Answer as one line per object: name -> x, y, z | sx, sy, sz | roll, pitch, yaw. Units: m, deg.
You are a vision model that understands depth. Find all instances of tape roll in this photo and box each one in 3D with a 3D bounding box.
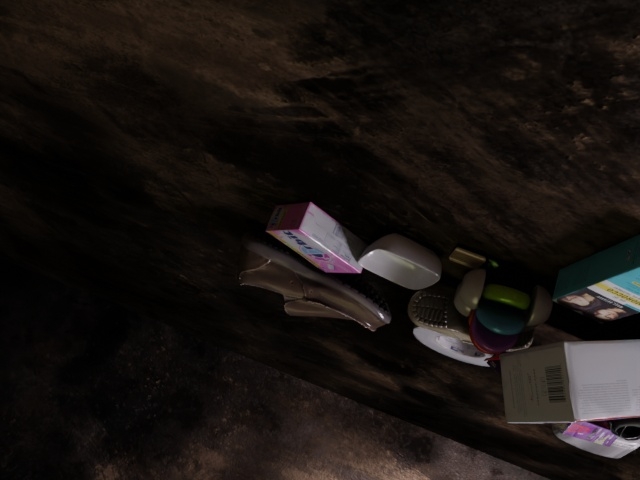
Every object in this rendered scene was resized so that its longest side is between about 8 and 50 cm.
tape roll -> 0.319, 0.205, 1.574 | 0.219, 0.072, 0.219 | 19, 160, 7

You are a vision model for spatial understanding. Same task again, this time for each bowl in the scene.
bowl -> 0.154, 0.036, 1.344 | 0.142, 0.053, 0.142 | 26, 159, -8

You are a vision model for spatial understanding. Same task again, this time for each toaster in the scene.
toaster -> 0.685, 0.444, 1.720 | 0.227, 0.129, 0.146 | 20, 158, 10

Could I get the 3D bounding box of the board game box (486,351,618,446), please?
board game box -> 0.503, 0.340, 1.514 | 0.347, 0.056, 0.208 | 28, -163, -51

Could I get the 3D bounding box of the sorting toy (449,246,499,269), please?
sorting toy -> 0.276, 0.035, 1.272 | 0.083, 0.012, 0.062 | 20, 162, 5

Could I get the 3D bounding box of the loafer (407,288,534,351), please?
loafer -> 0.298, 0.155, 1.427 | 0.269, 0.101, 0.092 | 17, 172, -8

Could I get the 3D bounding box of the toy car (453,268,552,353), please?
toy car -> 0.321, 0.139, 1.290 | 0.159, 0.136, 0.182 | 17, 166, 7

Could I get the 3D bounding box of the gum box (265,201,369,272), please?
gum box -> 0.000, 0.000, 1.396 | 0.188, 0.062, 0.107 | 36, 156, -33

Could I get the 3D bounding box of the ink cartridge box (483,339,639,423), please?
ink cartridge box -> 0.493, 0.252, 1.265 | 0.310, 0.130, 0.272 | 0, 166, -16

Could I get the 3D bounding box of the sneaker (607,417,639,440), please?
sneaker -> 0.607, 0.339, 1.505 | 0.105, 0.146, 0.296 | 30, 160, -26

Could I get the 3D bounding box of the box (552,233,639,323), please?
box -> 0.462, 0.060, 1.074 | 0.101, 0.060, 0.244 | 24, 160, -5

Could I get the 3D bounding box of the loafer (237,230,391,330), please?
loafer -> -0.021, 0.108, 1.547 | 0.366, 0.130, 0.134 | 27, -168, 4
